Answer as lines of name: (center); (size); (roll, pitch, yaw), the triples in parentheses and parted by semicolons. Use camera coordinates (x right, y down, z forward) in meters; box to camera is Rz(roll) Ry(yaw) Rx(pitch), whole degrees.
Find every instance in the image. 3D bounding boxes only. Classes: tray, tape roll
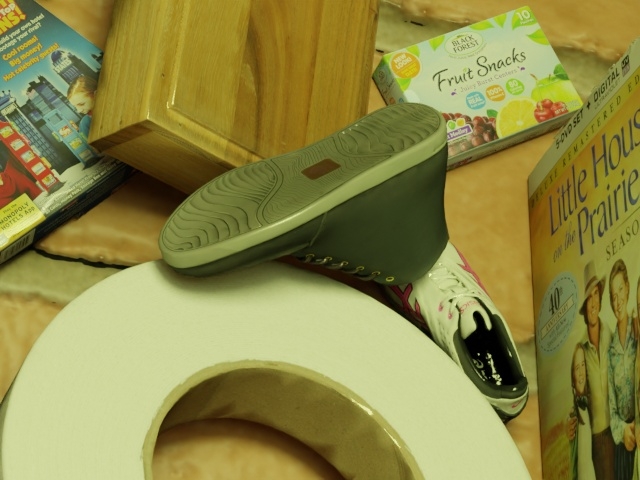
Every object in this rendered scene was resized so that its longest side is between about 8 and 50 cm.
tray: (-0.043, -0.224, 1.282); (0.203, 0.076, 0.410); (27, 60, -38)
tape roll: (-0.031, 0.182, 1.101); (0.392, 0.072, 0.392); (17, 47, -19)

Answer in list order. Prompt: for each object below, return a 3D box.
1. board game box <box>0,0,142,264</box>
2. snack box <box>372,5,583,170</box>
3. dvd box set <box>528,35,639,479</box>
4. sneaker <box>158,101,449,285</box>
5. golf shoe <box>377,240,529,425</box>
board game box: (-0.233, -0.100, 1.235); (0.194, 0.060, 0.194); (-37, 82, -25)
snack box: (0.127, -0.121, 1.357); (0.141, 0.037, 0.100); (-22, 74, -22)
dvd box set: (0.224, 0.088, 1.152); (0.062, 0.307, 0.420); (5, 68, -12)
sneaker: (0.000, 0.000, 1.176); (0.222, 0.118, 0.083); (-24, 37, -17)
golf shoe: (0.102, 0.049, 1.256); (0.067, 0.086, 0.186); (-24, 75, -22)
